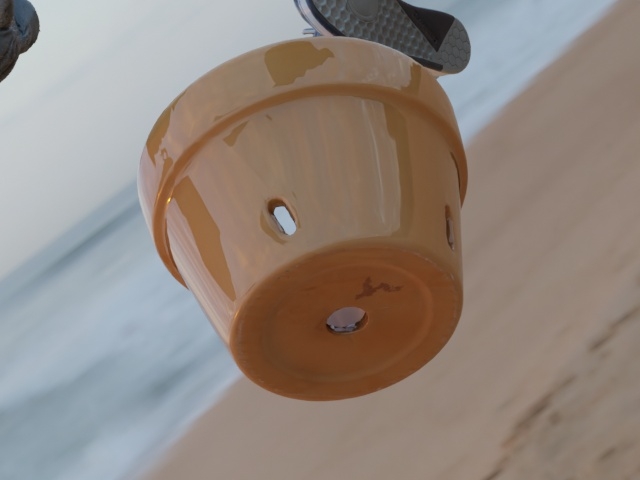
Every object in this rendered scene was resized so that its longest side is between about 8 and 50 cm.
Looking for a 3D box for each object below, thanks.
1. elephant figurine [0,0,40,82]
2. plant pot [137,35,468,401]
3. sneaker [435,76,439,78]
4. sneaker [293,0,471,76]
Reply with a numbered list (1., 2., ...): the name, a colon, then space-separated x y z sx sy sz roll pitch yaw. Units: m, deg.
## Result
1. elephant figurine: -0.374 -0.234 2.117 0.186 0.239 0.169 -59 -14 28
2. plant pot: 0.000 0.000 1.710 0.291 0.291 0.203 -35 44 20
3. sneaker: 0.051 -0.152 2.390 0.094 0.151 0.256 16 -13 -38
4. sneaker: 0.013 -0.192 1.908 0.163 0.086 0.226 -8 -18 40
